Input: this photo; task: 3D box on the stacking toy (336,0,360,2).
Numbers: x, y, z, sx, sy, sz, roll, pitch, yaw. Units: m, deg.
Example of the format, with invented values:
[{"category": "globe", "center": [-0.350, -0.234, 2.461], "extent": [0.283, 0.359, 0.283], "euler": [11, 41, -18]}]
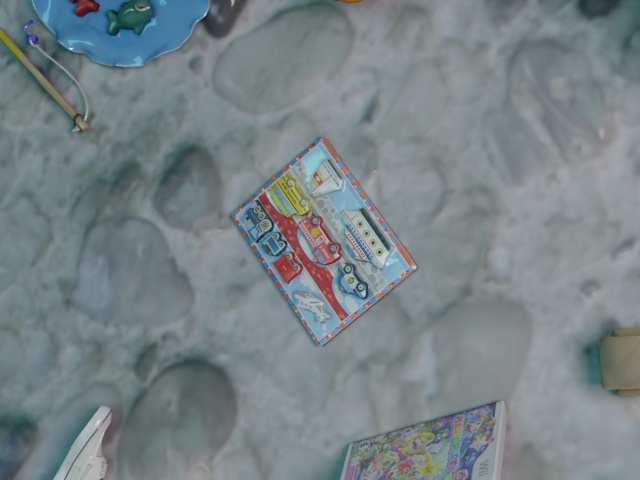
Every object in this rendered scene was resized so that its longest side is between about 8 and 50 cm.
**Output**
[{"category": "stacking toy", "center": [0.104, -0.276, 0.955], "extent": [0.302, 0.165, 0.175], "euler": [-47, 57, 25]}]

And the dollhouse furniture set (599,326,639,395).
[{"category": "dollhouse furniture set", "center": [0.360, 0.197, 0.824], "extent": [0.355, 0.173, 0.303], "euler": [-6, 83, 50]}]

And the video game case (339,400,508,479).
[{"category": "video game case", "center": [0.068, 0.154, 0.952], "extent": [0.122, 0.087, 0.011], "euler": [-19, 115, 22]}]

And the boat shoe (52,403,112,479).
[{"category": "boat shoe", "center": [-0.184, 0.177, 1.094], "extent": [0.035, 0.035, 0.100], "euler": [30, 94, -3]}]

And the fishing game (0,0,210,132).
[{"category": "fishing game", "center": [-0.163, -0.234, 1.124], "extent": [0.264, 0.041, 0.189], "euler": [-44, 71, 14]}]

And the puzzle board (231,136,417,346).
[{"category": "puzzle board", "center": [0.000, 0.000, 1.036], "extent": [0.096, 0.011, 0.128], "euler": [-41, 70, 16]}]
